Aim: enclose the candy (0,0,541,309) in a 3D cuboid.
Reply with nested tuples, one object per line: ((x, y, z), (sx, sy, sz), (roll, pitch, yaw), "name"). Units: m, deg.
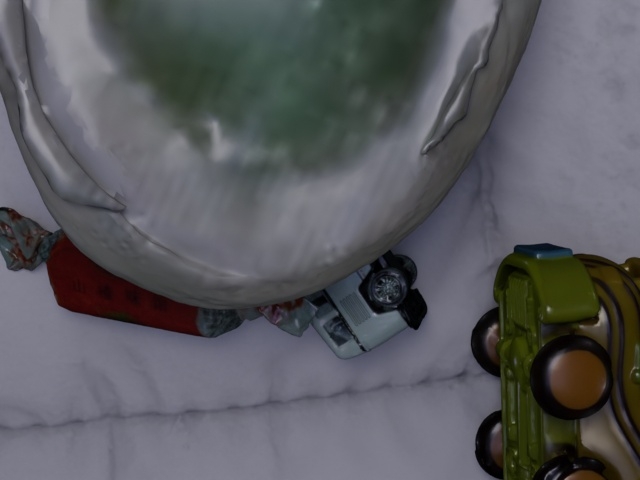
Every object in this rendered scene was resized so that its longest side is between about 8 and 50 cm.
((-0.046, -0.165, 1.035), (0.386, 0.186, 0.426), (15, 87, -10), "candy")

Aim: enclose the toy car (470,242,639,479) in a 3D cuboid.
((0.201, 0.124, 1.113), (0.142, 0.200, 0.247), (-3, 98, -7), "toy car")

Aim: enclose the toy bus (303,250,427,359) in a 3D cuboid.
((0.000, 0.000, 1.168), (0.089, 0.087, 0.194), (-35, 92, 13), "toy bus")

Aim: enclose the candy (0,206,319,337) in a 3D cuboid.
((-0.136, 0.024, 1.171), (0.292, 0.059, 0.086), (8, 114, 25), "candy")
